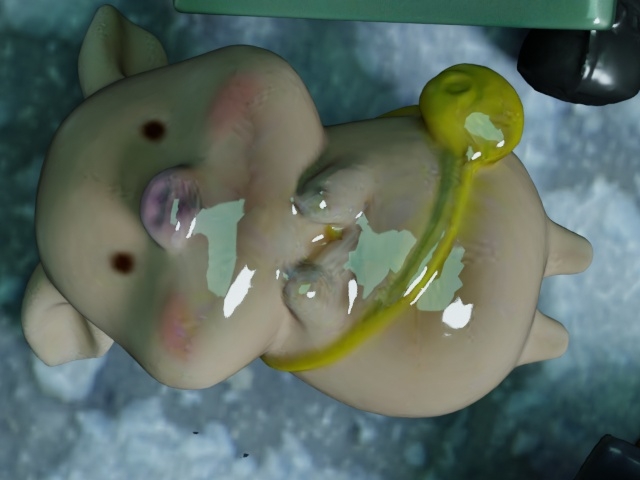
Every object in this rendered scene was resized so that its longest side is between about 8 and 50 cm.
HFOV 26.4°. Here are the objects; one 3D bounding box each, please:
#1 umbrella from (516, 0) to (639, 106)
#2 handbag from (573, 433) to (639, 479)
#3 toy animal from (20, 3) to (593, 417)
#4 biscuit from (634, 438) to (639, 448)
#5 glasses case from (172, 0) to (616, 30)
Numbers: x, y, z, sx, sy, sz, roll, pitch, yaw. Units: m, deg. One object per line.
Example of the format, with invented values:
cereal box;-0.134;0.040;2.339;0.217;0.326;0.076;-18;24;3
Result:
umbrella;0.168;-0.235;0.619;0.113;0.106;0.357;14;95;-17
handbag;0.241;0.225;0.655;0.326;0.118;0.269;22;113;-10
toy animal;0.001;-0.003;0.598;0.248;0.149;0.165;15;79;-7
biscuit;0.303;0.113;0.728;0.257;0.049;0.273;39;87;-14
glasses case;0.034;-0.113;0.586;0.184;0.078;0.039;4;99;13
